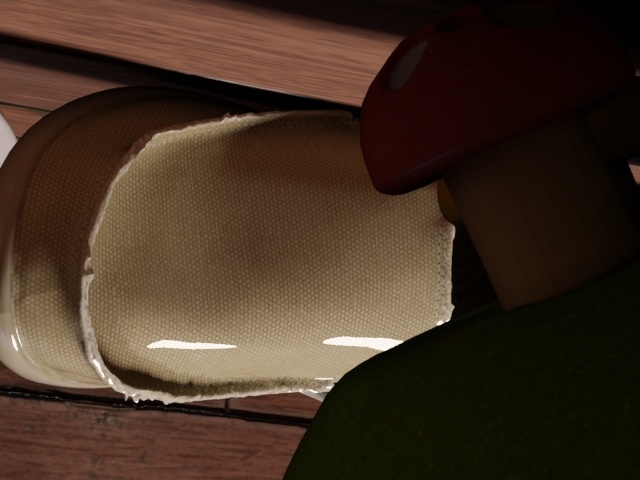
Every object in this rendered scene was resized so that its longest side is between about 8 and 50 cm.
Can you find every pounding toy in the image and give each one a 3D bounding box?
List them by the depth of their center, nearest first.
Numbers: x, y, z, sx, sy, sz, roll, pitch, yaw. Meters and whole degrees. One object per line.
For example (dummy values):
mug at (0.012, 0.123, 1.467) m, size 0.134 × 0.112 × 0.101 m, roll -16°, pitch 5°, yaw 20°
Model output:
pounding toy at (0.078, -0.002, 0.390) m, size 0.237 × 0.110 × 0.183 m, roll -22°, pitch 178°, yaw -20°

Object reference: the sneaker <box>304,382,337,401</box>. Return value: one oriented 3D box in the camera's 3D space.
sneaker at (0.105, 0.054, 0.826) m, size 0.331 × 0.122 × 0.146 m, roll 7°, pitch -157°, yaw 17°

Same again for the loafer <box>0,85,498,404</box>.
loafer at (0.000, 0.000, 0.651) m, size 0.092 × 0.102 × 0.268 m, roll 6°, pitch -173°, yaw 37°

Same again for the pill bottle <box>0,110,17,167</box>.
pill bottle at (-0.226, -0.016, 0.754) m, size 0.208 × 0.117 × 0.117 m, roll 7°, pitch 179°, yaw 32°
